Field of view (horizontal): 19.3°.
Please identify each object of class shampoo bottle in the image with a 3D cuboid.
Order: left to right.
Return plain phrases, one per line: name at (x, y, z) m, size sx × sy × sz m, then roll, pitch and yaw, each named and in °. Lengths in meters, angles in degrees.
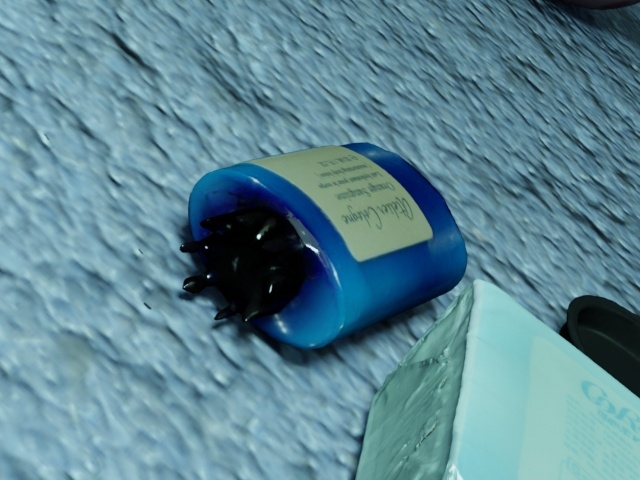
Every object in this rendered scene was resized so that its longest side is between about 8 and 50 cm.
shampoo bottle at (0.000, 0.000, 0.808) m, size 0.087 × 0.050 × 0.183 m, roll 51°, pitch 24°, yaw 10°

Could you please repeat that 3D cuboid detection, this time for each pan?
pan at (0.190, 0.070, 1.019) m, size 0.136 × 0.028 × 0.235 m, roll 45°, pitch 26°, yaw 2°

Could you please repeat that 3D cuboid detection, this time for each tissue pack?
tissue pack at (0.131, 0.150, 0.720) m, size 0.263 × 0.089 × 0.177 m, roll 37°, pitch 23°, yaw -8°

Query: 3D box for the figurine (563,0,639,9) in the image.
figurine at (0.219, -0.261, 1.468) m, size 0.173 × 0.173 × 0.173 m, roll 35°, pitch 25°, yaw -19°
